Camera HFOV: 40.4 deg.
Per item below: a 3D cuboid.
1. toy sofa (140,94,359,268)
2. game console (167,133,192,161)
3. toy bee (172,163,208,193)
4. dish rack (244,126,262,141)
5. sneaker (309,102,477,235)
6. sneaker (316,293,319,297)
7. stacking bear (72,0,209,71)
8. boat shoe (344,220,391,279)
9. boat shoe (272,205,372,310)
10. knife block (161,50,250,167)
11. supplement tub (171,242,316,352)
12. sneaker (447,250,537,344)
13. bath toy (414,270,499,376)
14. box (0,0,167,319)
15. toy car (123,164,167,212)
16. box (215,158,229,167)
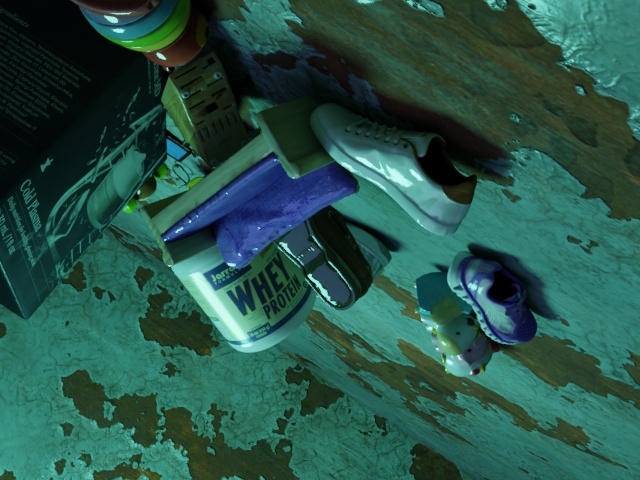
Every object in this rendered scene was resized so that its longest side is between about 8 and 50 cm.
[{"bbox_3d":[-0.120,-0.070,1.450,0.362,0.150,0.177,-31,87,39],"label":"toy sofa"},{"bbox_3d":[-0.388,-0.209,2.060,0.085,0.124,0.144,63,159,-4],"label":"game console"},{"bbox_3d":[-0.286,-0.068,2.090,0.298,0.162,0.195,1,135,52],"label":"toy bee"},{"bbox_3d":[-0.059,-0.146,1.626,0.208,0.074,0.271,38,162,-18],"label":"dish rack"},{"bbox_3d":[0.116,-0.141,1.307,0.290,0.106,0.123,38,130,15],"label":"sneaker"},{"bbox_3d":[0.004,0.091,2.071,0.111,0.129,0.297,42,161,-19],"label":"sneaker"},{"bbox_3d":[-0.254,-0.348,1.279,0.164,0.176,0.289,0,168,12],"label":"stacking bear"},{"bbox_3d":[0.002,0.002,1.860,0.320,0.103,0.118,27,162,32],"label":"boat shoe"},{"bbox_3d":[-0.017,-0.021,1.571,0.110,0.104,0.307,-26,99,39],"label":"boat shoe"},{"bbox_3d":[-0.233,-0.255,1.561,0.242,0.088,0.276,47,164,38],"label":"knife block"},{"bbox_3d":[-0.184,0.059,1.921,0.325,0.235,0.235,55,156,-22],"label":"supplement tub"},{"bbox_3d":[0.332,0.111,1.573,0.104,0.095,0.236,-1,141,51],"label":"sneaker"},{"bbox_3d":[0.296,0.196,1.832,0.128,0.152,0.348,-10,148,15],"label":"bath toy"},{"bbox_3d":[-0.537,-0.180,1.612,0.297,0.472,0.480,31,155,6],"label":"box"},{"bbox_3d":[-0.490,-0.193,2.199,0.148,0.155,0.188,30,154,14],"label":"toy car"},{"bbox_3d":[-0.196,-0.165,1.904,0.137,0.027,0.094,35,165,-3],"label":"box"}]
